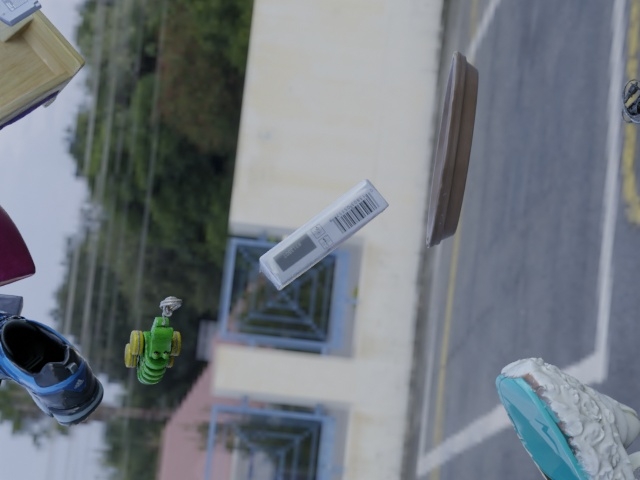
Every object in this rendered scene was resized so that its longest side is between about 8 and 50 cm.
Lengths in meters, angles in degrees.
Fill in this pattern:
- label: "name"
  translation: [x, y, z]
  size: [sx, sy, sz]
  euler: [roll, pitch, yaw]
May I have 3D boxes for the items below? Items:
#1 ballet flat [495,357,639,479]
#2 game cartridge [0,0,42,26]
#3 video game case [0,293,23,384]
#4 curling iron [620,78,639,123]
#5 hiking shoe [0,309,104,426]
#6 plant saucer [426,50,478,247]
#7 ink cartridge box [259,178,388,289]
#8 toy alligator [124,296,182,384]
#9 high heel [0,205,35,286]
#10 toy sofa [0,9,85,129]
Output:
- label: "ballet flat"
  translation: [0.330, 0.270, 1.627]
  size: [0.147, 0.147, 0.409]
  euler: [-89, -25, -59]
- label: "game cartridge"
  translation: [-0.408, -0.316, 1.816]
  size: [0.083, 0.056, 0.017]
  euler: [49, 164, 32]
- label: "video game case"
  translation: [-0.567, 0.164, 2.075]
  size: [0.274, 0.196, 0.026]
  euler: [-90, 7, -54]
- label: "curling iron"
  translation: [0.552, -0.240, 1.969]
  size: [0.035, 0.274, 0.068]
  euler: [27, -137, -63]
- label: "hiking shoe"
  translation: [-0.435, 0.140, 1.958]
  size: [0.113, 0.304, 0.132]
  euler: [-51, -29, -32]
- label: "plant saucer"
  translation: [0.185, -0.125, 1.942]
  size: [0.278, 0.041, 0.278]
  euler: [9, -90, -87]
- label: "ink cartridge box"
  translation: [0.000, 0.000, 1.991]
  size: [0.066, 0.189, 0.232]
  euler: [52, 174, 7]
- label: "toy alligator"
  translation: [-0.191, 0.128, 1.618]
  size: [0.190, 0.056, 0.051]
  euler: [123, 144, -58]
- label: "high heel"
  translation: [-0.406, 0.084, 1.118]
  size: [0.377, 0.181, 0.127]
  euler: [-48, 16, -18]
- label: "toy sofa"
  translation: [-0.510, -0.195, 1.934]
  size: [0.177, 0.150, 0.362]
  euler: [-40, 4, 36]
